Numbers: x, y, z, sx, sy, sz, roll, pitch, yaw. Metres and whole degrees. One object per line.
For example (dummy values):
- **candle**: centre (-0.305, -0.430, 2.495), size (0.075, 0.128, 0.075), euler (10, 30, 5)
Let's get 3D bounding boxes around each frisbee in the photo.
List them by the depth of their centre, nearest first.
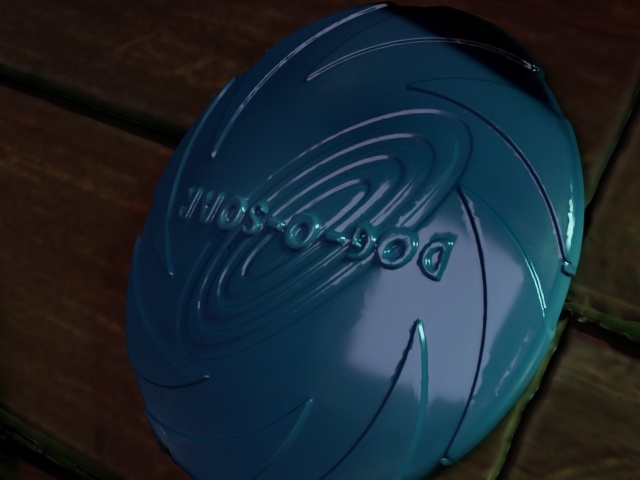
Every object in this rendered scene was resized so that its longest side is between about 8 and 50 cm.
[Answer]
- **frisbee**: centre (0.000, 0.000, 0.679), size (0.242, 0.045, 0.242), euler (-15, 63, 31)
